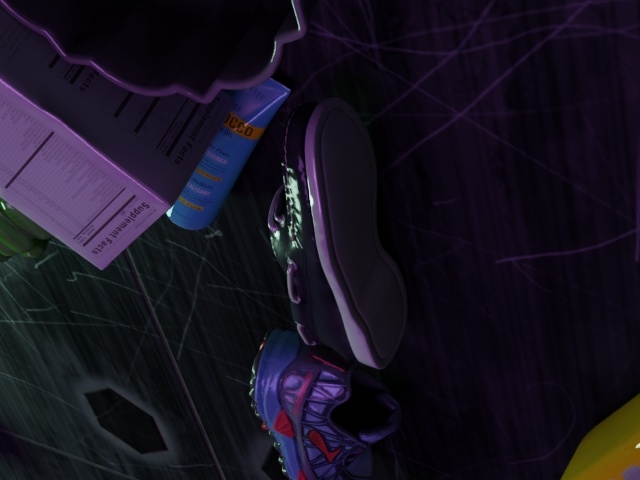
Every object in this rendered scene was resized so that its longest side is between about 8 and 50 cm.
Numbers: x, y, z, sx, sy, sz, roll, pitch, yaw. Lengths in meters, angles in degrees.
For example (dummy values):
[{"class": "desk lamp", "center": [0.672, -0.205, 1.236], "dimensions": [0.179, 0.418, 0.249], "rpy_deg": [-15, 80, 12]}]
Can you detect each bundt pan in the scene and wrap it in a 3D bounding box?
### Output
[{"class": "bundt pan", "center": [-0.121, -0.265, 0.976], "dimensions": [0.331, 0.124, 0.331], "rpy_deg": [21, 140, 18]}]

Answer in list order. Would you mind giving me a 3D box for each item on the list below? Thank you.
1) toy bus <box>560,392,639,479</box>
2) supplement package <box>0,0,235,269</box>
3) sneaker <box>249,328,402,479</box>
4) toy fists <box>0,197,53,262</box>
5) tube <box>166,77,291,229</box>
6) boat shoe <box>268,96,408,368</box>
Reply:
[{"class": "toy bus", "center": [0.321, 0.157, 1.095], "dimensions": [0.130, 0.108, 0.332], "rpy_deg": [38, 146, 3]}, {"class": "supplement package", "center": [-0.219, -0.115, 1.142], "dimensions": [0.244, 0.134, 0.139], "rpy_deg": [38, 140, -14]}, {"class": "sneaker", "center": [0.022, 0.189, 1.386], "dimensions": [0.125, 0.104, 0.262], "rpy_deg": [7, 149, 24]}, {"class": "toy fists", "center": [-0.308, -0.040, 1.392], "dimensions": [0.279, 0.142, 0.096], "rpy_deg": [-11, 123, 48]}, {"class": "tube", "center": [-0.089, -0.088, 1.233], "dimensions": [0.080, 0.052, 0.207], "rpy_deg": [29, 140, 0]}, {"class": "boat shoe", "center": [0.000, 0.000, 1.192], "dimensions": [0.091, 0.114, 0.302], "rpy_deg": [11, 137, 24]}]
